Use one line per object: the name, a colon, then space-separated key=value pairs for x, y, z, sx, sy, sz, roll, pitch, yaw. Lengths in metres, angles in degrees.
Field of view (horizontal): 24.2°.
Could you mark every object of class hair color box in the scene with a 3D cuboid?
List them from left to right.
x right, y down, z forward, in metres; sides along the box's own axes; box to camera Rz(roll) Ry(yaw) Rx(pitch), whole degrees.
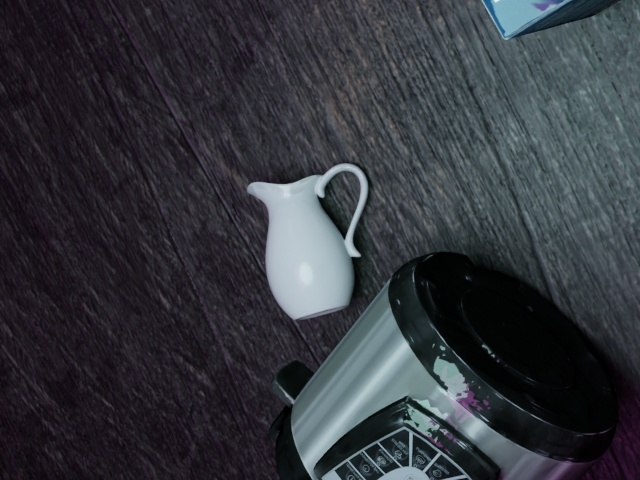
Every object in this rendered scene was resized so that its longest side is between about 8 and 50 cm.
hair color box: x=0.280 y=-0.355 z=1.812 sx=0.105 sy=0.347 sz=0.174 roll=-29 pitch=88 yaw=28

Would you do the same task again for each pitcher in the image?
pitcher: x=0.000 y=0.000 z=2.168 sx=0.178 sy=0.125 sz=0.207 roll=-16 pitch=83 yaw=13

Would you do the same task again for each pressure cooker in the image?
pressure cooker: x=0.151 y=0.275 z=2.014 sx=0.420 sy=0.376 sz=0.370 roll=-52 pitch=39 yaw=26
